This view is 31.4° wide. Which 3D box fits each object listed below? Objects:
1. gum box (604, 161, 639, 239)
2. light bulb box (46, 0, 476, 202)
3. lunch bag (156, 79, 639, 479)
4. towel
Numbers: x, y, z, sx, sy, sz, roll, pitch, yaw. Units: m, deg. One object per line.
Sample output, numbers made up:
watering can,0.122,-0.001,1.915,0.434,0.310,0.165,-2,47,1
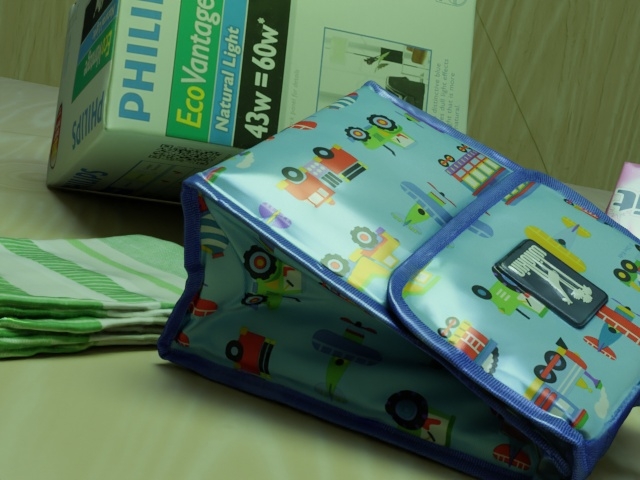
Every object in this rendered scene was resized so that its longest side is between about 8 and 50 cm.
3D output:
gum box,0.330,0.005,0.982,0.188,0.062,0.107,14,53,20
light bulb box,-0.078,-0.163,1.220,0.361,0.225,0.358,8,-9,-21
lunch bag,0.086,0.038,0.708,0.293,0.138,0.221,26,34,21
towel,-0.185,0.025,0.808,0.248,0.038,0.324,18,12,42
